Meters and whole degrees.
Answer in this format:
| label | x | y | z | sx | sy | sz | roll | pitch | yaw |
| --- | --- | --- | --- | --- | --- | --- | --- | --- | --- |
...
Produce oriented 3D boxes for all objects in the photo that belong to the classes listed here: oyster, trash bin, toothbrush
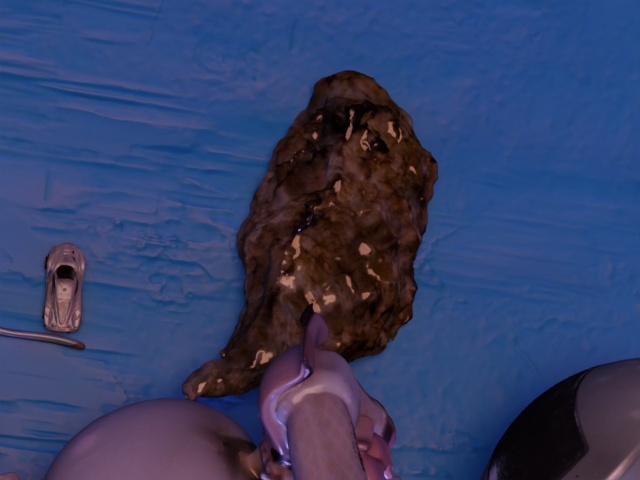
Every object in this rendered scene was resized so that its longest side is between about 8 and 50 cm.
| label | x | y | z | sx | sy | sz | roll | pitch | yaw |
| --- | --- | --- | --- | --- | --- | --- | --- | --- | --- |
| oyster | 0.018 | 0.022 | 2.004 | 0.204 | 0.111 | 0.396 | 25 | 73 | -9 |
| trash bin | 0.353 | 0.321 | 1.931 | 0.432 | 0.280 | 0.280 | 46 | 75 | -4 |
| toothbrush | -0.331 | 0.086 | 1.968 | 0.193 | 0.013 | 0.019 | 13 | 69 | -8 |

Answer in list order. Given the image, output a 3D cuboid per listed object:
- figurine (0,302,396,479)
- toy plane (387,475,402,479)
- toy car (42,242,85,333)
| label | x | y | z | sx | sy | sz | roll | pitch | yaw |
| --- | --- | --- | --- | --- | --- | --- | --- | --- | --- |
| figurine | -0.106 | 0.229 | 1.852 | 0.361 | 0.253 | 0.211 | -31 | 88 | 15 |
| toy plane | 0.035 | 0.353 | 1.938 | 0.267 | 0.122 | 0.267 | 4 | 62 | -7 |
| toy car | -0.259 | 0.047 | 1.983 | 0.041 | 0.025 | 0.093 | 3 | 80 | -12 |
